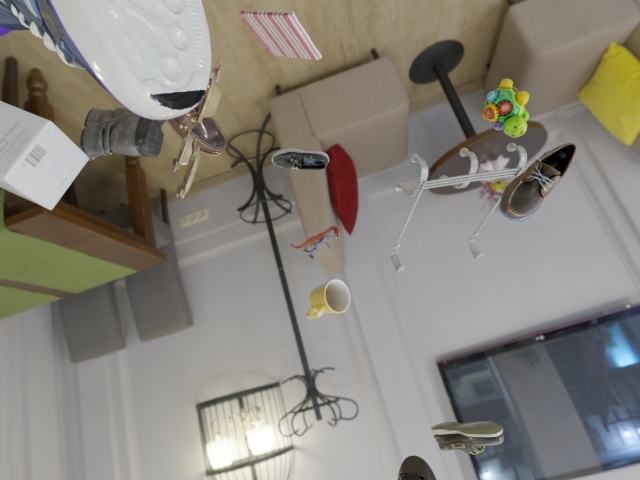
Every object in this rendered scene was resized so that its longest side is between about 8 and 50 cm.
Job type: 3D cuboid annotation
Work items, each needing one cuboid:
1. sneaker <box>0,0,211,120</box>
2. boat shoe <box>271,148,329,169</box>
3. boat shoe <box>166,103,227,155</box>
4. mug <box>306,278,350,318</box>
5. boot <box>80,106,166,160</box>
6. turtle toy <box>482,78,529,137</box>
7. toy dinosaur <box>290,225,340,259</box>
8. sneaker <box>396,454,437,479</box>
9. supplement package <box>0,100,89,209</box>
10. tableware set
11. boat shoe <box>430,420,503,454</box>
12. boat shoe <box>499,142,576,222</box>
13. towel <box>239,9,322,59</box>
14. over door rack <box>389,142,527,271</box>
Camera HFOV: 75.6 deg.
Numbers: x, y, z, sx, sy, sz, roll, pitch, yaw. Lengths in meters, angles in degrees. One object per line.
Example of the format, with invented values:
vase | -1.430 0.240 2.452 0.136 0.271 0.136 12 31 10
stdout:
sneaker | -0.254 -0.229 0.401 0.236 0.322 0.130 -20 -173 39
boat shoe | -0.051 -0.195 1.008 0.142 0.040 0.049 0 130 3
boat shoe | -0.264 -0.249 0.796 0.207 0.073 0.073 39 149 -19
mug | 0.006 0.108 0.767 0.078 0.062 0.064 -3 168 -41
boot | -0.572 -0.385 1.229 0.223 0.338 0.118 1 145 5
turtle toy | 0.389 -0.268 0.866 0.066 0.130 0.095 -24 146 -8
toy dinosaur | 0.000 0.000 0.862 0.090 0.047 0.082 20 111 -42
sneaker | 0.187 0.499 0.788 0.101 0.106 0.267 -4 -168 12
supplement package | -0.625 -0.183 0.808 0.244 0.139 0.134 21 161 9
tableware set | -0.146 -0.134 0.486 0.020 0.141 0.168 17 107 -24
boat shoe | 0.397 0.530 1.103 0.081 0.068 0.228 -8 165 -33
boat shoe | 0.384 -0.109 0.728 0.183 0.066 0.066 -48 166 -17
towel | -0.099 -0.522 1.041 0.197 0.029 0.144 24 173 35
over door rack | 0.289 -0.077 0.943 0.240 0.108 0.324 -9 139 -9
